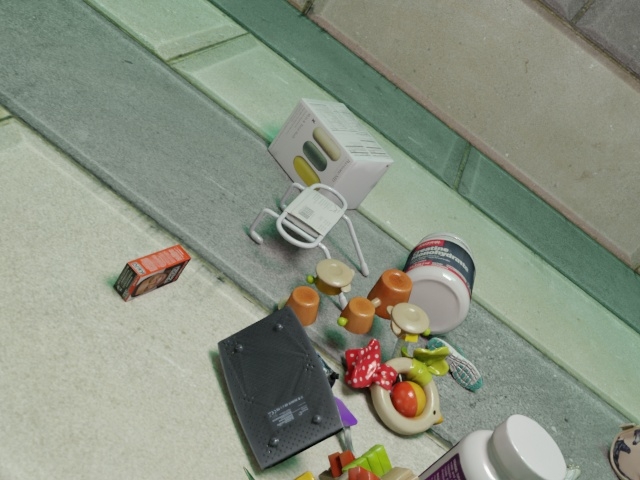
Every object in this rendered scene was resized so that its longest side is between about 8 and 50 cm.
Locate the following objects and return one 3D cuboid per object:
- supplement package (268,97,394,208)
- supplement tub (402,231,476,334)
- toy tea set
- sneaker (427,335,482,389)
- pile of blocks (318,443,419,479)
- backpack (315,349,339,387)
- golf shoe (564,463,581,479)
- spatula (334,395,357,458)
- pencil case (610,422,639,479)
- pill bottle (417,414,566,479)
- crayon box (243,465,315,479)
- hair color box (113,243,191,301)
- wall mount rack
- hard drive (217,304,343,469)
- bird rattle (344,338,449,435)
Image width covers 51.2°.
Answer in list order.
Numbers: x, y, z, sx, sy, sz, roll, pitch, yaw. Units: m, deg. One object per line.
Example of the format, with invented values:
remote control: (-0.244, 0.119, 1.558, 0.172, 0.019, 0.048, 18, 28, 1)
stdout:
supplement package: (0.028, -0.248, 1.942, 0.198, 0.199, 0.263, -7, 52, -51)
supplement tub: (0.309, 0.106, 1.768, 0.191, 0.191, 0.272, 37, 30, -2)
toy tea set: (0.070, 0.151, 1.489, 0.336, 0.124, 0.200, 11, 40, -10)
sneaker: (0.347, 0.299, 1.676, 0.166, 0.065, 0.076, 47, 27, 12)
pile of blocks: (0.090, 0.379, 1.024, 0.362, 0.149, 0.113, 174, -106, -78)
backpack: (-0.038, 0.256, 1.273, 0.084, 0.105, 0.114, 3, 33, -37)
golf shoe: (0.549, 0.566, 1.543, 0.176, 0.069, 0.086, 7, 62, -38)
spatula: (0.065, 0.405, 1.251, 0.084, 0.030, 0.296, 6, 42, -41)
pencil case: (0.973, 0.617, 1.812, 0.410, 0.160, 0.183, 23, 41, -24)
pill bottle: (0.272, 0.437, 1.157, 0.169, 0.301, 0.169, 27, 32, -18)
crayon box: (0.013, 0.462, 0.946, 0.083, 0.203, 0.323, -29, 62, -12)
hair color box: (-0.318, 0.060, 1.272, 0.043, 0.072, 0.141, 45, 31, 13)
wall mount rack: (0.000, 0.000, 1.657, 0.304, 0.130, 0.350, 36, 30, 3)
hard drive: (-0.071, 0.258, 1.185, 0.255, 0.172, 0.054, 63, 2, 33)
bird rattle: (0.174, 0.307, 1.420, 0.253, 0.143, 0.207, 4, 60, -40)
